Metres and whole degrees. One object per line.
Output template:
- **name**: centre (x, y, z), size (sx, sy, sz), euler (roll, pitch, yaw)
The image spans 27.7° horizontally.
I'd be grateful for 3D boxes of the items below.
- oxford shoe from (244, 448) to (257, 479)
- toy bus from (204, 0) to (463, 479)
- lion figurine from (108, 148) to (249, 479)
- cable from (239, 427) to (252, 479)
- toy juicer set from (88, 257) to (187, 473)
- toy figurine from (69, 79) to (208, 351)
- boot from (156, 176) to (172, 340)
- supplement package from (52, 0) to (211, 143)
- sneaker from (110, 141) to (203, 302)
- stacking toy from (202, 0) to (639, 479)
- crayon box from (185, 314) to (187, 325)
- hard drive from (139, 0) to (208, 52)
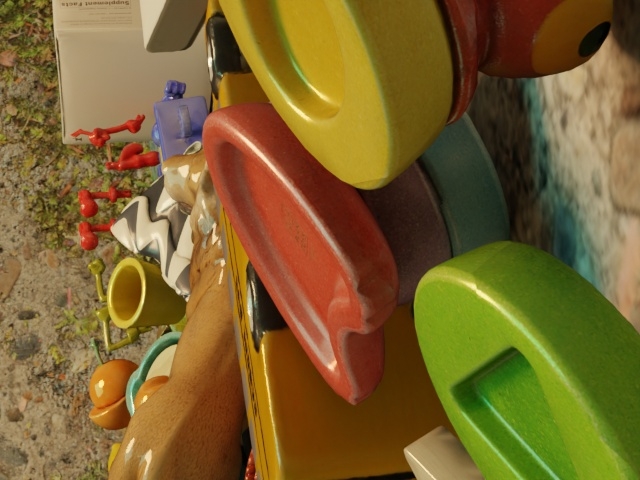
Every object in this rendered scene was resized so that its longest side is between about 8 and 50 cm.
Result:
- **oxford shoe**: centre (0.003, 0.123, 0.895), size (0.098, 0.097, 0.271), euler (12, -103, -80)
- **toy bus**: centre (0.000, 0.000, 0.767), size (0.130, 0.108, 0.332), euler (99, 163, -55)
- **lion figurine**: centre (-0.080, 0.104, 0.969), size (0.240, 0.142, 0.392), euler (101, 177, -45)
- **cable**: centre (-0.017, 0.243, 1.158), size (0.287, 0.072, 0.139), euler (56, 133, 46)
- **toy juicer set**: centre (-0.144, 0.182, 1.197), size (0.329, 0.090, 0.209), euler (49, 119, 42)
- **toy figurine**: centre (-0.192, -0.068, 1.576), size (0.217, 0.191, 0.362), euler (111, 153, -55)
- **boot**: centre (-0.208, 0.040, 1.958), size (0.269, 0.089, 0.236), euler (-107, 28, -51)
- **supplement package**: centre (-0.251, -0.259, 1.735), size (0.262, 0.204, 0.145), euler (106, 158, -61)
- **sneaker**: centre (-0.073, -0.009, 1.196), size (0.235, 0.094, 0.153), euler (37, 93, 39)
- **stacking toy**: centre (0.074, -0.006, 0.516), size (0.279, 0.130, 0.309), euler (56, 165, 12)
- **crayon box**: centre (-0.099, 0.165, 1.411), size (0.318, 0.081, 0.202), euler (97, 165, -47)
- **hard drive**: centre (-0.115, -0.318, 0.961), size (0.203, 0.040, 0.307), euler (147, 117, -72)
